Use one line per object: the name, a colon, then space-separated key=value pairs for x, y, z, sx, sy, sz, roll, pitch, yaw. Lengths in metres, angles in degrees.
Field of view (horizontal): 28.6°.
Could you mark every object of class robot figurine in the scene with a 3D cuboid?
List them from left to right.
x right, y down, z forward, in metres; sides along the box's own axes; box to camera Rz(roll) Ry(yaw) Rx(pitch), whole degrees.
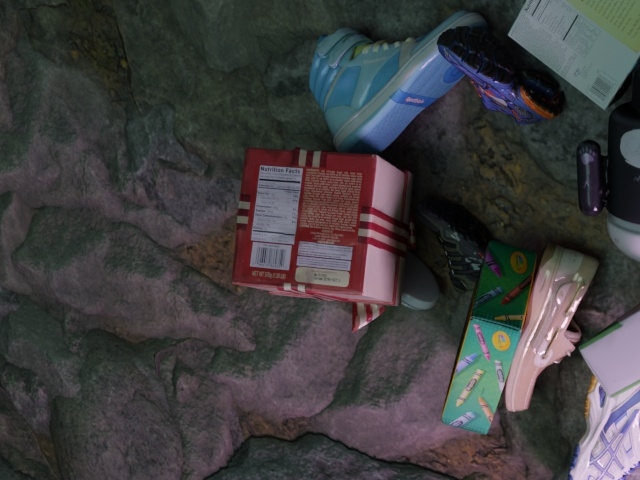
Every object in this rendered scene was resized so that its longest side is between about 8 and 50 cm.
robot figurine: x=0.488 y=-0.101 z=1.766 sx=0.209 sy=0.173 sz=0.278 roll=13 pitch=115 yaw=38

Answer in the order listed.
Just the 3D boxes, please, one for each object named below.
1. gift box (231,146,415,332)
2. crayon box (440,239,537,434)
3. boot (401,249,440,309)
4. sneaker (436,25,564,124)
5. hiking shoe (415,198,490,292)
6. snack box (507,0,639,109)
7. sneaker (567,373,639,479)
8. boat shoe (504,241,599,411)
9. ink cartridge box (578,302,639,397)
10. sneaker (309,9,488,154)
gift box: x=0.000 y=0.000 z=2.017 sx=0.255 sy=0.258 sz=0.276 roll=10 pitch=88 yaw=19
crayon box: x=0.263 y=0.157 z=1.977 sx=0.081 sy=0.165 sz=0.278 roll=15 pitch=137 yaw=6
boot: x=0.092 y=0.064 z=2.182 sx=0.258 sy=0.095 sz=0.123 roll=41 pitch=133 yaw=27
sneaker: x=0.259 y=-0.238 z=1.890 sx=0.221 sy=0.083 sz=0.087 roll=34 pitch=143 yaw=-17
hiking shoe: x=0.231 y=0.029 z=2.058 sx=0.227 sy=0.086 sz=0.114 roll=41 pitch=124 yaw=15
snack box: x=0.404 y=-0.356 z=1.727 sx=0.187 sy=0.060 sz=0.322 roll=42 pitch=138 yaw=15
sneaker: x=0.477 y=0.331 z=1.983 sx=0.131 sy=0.112 sz=0.296 roll=19 pitch=119 yaw=29
boat shoe: x=0.365 y=0.151 z=1.999 sx=0.098 sy=0.109 sz=0.302 roll=16 pitch=115 yaw=9
ink cartridge box: x=0.499 y=0.124 z=1.816 sx=0.160 sy=0.219 sz=0.092 roll=-39 pitch=80 yaw=39
sneaker: x=0.102 y=-0.298 z=2.003 sx=0.319 sy=0.127 sz=0.208 roll=-41 pitch=63 yaw=22
